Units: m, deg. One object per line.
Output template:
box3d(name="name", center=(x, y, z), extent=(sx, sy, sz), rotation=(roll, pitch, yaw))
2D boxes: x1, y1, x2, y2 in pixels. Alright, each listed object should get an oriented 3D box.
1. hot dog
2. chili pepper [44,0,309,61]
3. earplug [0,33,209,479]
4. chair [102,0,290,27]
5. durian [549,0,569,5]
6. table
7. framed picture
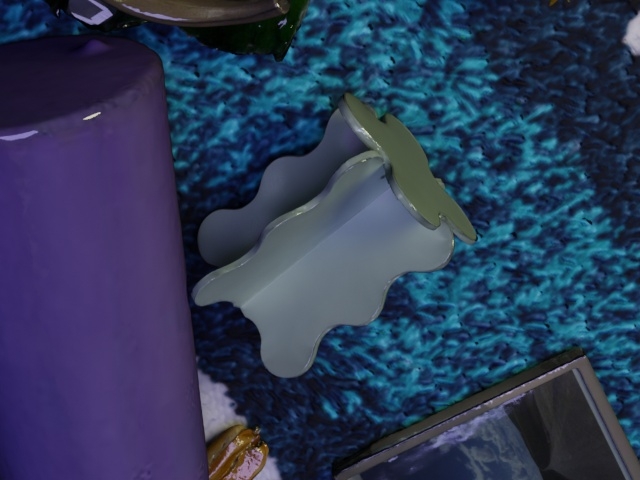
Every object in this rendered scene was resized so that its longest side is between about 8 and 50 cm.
box3d(name="hot dog", center=(-0.101, 0.215, 1.484), extent=(0.056, 0.041, 0.133), rotation=(40, 97, -27))
box3d(name="chili pepper", center=(-0.125, -0.230, 1.263), extent=(0.265, 0.116, 0.148), rotation=(16, 106, -13))
box3d(name="earplug", center=(-0.200, 0.076, 1.334), extent=(0.215, 0.215, 0.455), rotation=(-9, 115, -3))
box3d(name="chair", center=(-0.078, -0.301, 1.149), extent=(0.188, 0.166, 0.272), rotation=(16, 77, -16))
box3d(name="durian", center=(0.160, -0.293, 1.279), extent=(0.132, 0.165, 0.182), rotation=(-13, 141, -34))
box3d(name="table", center=(0.000, 0.000, 1.354), extent=(0.198, 0.166, 0.166), rotation=(-39, 110, 17))
box3d(name="framed picture", center=(0.162, 0.225, 1.525), extent=(0.260, 0.023, 0.189), rotation=(-27, 114, 4))
